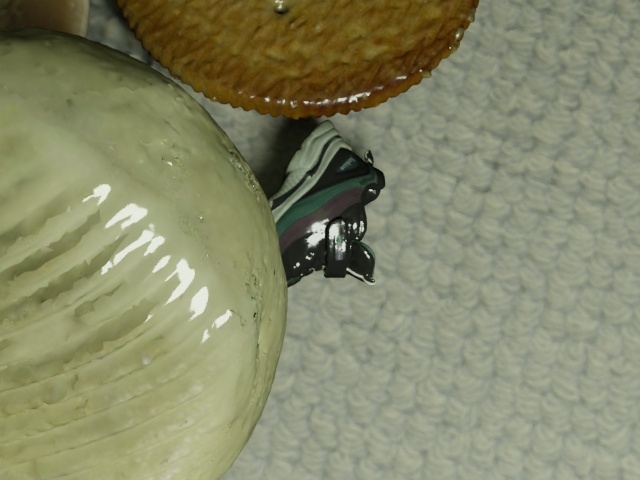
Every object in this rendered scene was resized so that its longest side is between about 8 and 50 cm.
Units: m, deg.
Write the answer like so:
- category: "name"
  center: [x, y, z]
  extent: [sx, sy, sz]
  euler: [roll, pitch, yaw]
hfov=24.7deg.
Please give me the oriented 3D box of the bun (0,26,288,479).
- category: "bun"
  center: [-0.183, 0.012, 0.923]
  extent: [0.362, 0.326, 0.234]
  euler: [36, 34, -14]

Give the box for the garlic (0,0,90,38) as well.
- category: "garlic"
  center: [-0.278, -0.182, 1.079]
  extent: [0.217, 0.110, 0.228]
  euler: [17, 83, -11]

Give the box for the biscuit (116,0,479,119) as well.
- category: "biscuit"
  center: [-0.017, -0.227, 1.133]
  extent: [0.305, 0.038, 0.305]
  euler: [1, 67, -3]

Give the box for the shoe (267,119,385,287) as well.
- category: "shoe"
  center: [0.000, 0.000, 1.060]
  extent: [0.099, 0.071, 0.169]
  euler: [29, 70, 2]
